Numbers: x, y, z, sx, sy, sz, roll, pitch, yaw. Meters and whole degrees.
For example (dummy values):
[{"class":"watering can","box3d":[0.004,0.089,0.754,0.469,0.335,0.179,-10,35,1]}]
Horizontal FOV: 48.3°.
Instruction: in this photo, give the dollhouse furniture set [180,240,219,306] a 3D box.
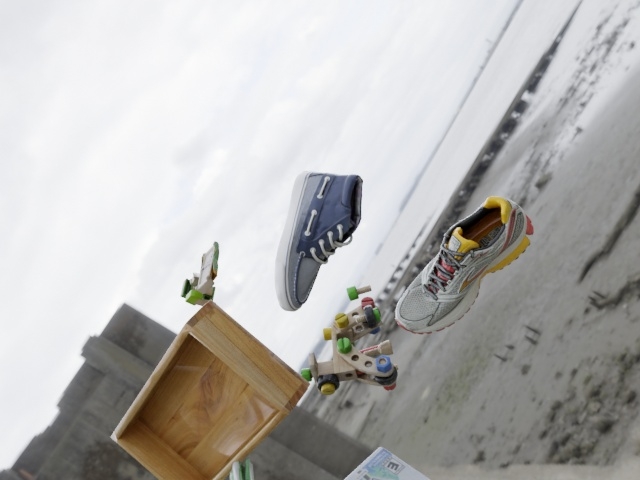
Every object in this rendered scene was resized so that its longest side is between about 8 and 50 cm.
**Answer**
[{"class":"dollhouse furniture set","box3d":[-0.189,0.070,1.235,0.152,0.059,0.076,-41,36,50]}]

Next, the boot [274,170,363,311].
[{"class":"boot","box3d":[0.000,0.000,0.917,0.069,0.086,0.189,27,-111,-61]}]

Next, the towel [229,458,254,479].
[{"class":"towel","box3d":[-0.114,0.543,1.105,0.248,0.038,0.324,-113,24,-63]}]

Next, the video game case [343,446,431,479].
[{"class":"video game case","box3d":[0.115,0.546,1.266,0.329,0.300,0.036,-31,-48,-36]}]

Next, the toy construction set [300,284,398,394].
[{"class":"toy construction set","box3d":[0.067,0.298,1.874,0.237,0.257,0.309,-18,-22,5]}]

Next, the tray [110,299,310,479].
[{"class":"tray","box3d":[-0.198,0.289,1.198,0.411,0.203,0.076,-52,-3,41]}]

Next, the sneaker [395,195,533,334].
[{"class":"sneaker","box3d":[0.178,0.028,0.949,0.225,0.088,0.093,-48,-41,1]}]
